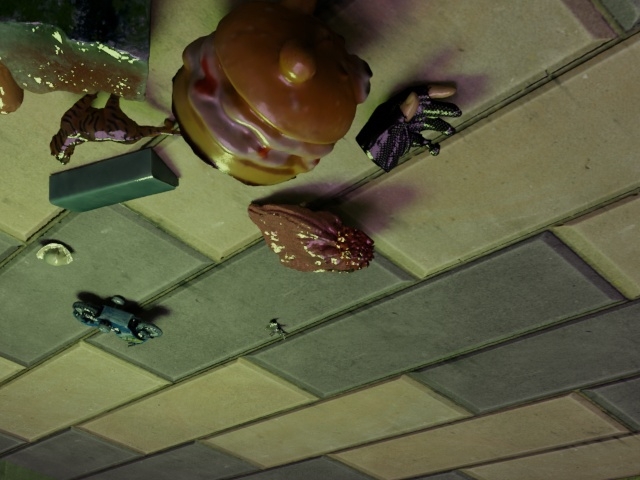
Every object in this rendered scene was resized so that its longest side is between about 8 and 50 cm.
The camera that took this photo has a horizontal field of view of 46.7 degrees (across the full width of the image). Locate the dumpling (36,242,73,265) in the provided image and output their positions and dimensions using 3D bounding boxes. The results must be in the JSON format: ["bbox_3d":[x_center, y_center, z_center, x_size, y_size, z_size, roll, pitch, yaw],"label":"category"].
[{"bbox_3d":[-0.627,0.030,1.757,0.077,0.043,0.059,21,128,9],"label":"dumpling"}]

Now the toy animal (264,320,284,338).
[{"bbox_3d":[-0.125,0.237,1.946,0.050,0.028,0.084,-9,140,10],"label":"toy animal"}]

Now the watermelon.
[{"bbox_3d":[-0.372,-0.317,1.135,0.264,0.151,0.302,7,144,0],"label":"watermelon"}]

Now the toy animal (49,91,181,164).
[{"bbox_3d":[-0.354,-0.203,1.318,0.255,0.116,0.114,2,145,7],"label":"toy animal"}]

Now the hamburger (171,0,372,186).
[{"bbox_3d":[-0.061,-0.238,1.102,0.276,0.276,0.237,29,131,-26],"label":"hamburger"}]

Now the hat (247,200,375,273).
[{"bbox_3d":[0.000,0.000,1.528,0.286,0.107,0.237,7,153,45],"label":"hat"}]

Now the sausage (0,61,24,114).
[{"bbox_3d":[-0.552,-0.327,1.214,0.086,0.086,0.289,7,144,2],"label":"sausage"}]

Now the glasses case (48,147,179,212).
[{"bbox_3d":[-0.428,-0.108,1.514,0.266,0.056,0.105,-11,139,25],"label":"glasses case"}]

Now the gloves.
[{"bbox_3d":[0.151,-0.204,1.253,0.180,0.106,0.129,-41,128,12],"label":"gloves"}]

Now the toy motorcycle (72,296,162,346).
[{"bbox_3d":[-0.534,0.217,1.955,0.254,0.092,0.135,18,153,2],"label":"toy motorcycle"}]
